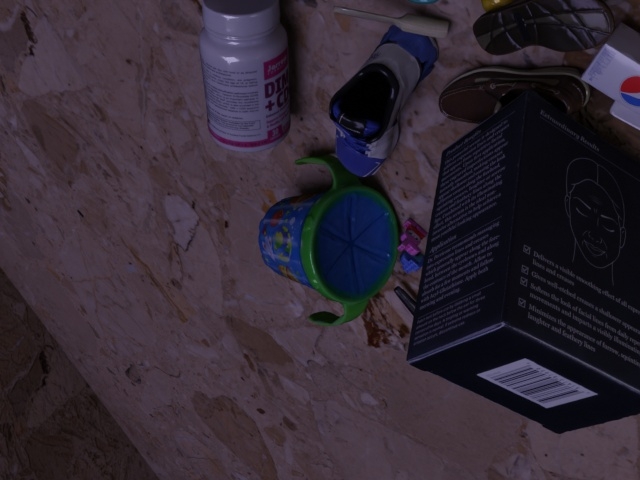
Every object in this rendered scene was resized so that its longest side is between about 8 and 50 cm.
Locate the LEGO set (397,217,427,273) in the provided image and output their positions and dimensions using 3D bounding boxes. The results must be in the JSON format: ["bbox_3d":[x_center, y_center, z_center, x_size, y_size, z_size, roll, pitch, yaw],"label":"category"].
[{"bbox_3d":[0.221,0.077,1.710,0.227,0.093,0.087,41,142,-1],"label":"LEGO set"}]

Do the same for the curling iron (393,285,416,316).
[{"bbox_3d":[0.257,0.193,1.841,0.274,0.035,0.068,45,138,-7],"label":"curling iron"}]

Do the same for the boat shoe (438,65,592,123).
[{"bbox_3d":[0.289,-0.222,1.363,0.258,0.095,0.095,-2,125,41],"label":"boat shoe"}]

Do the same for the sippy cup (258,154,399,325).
[{"bbox_3d":[0.000,0.000,1.733,0.240,0.305,0.224,32,164,-37],"label":"sippy cup"}]

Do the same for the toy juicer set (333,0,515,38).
[{"bbox_3d":[0.185,-0.393,1.283,0.209,0.089,0.329,15,165,-24],"label":"toy juicer set"}]

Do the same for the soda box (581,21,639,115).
[{"bbox_3d":[0.478,-0.207,1.190,0.216,0.074,0.069,35,141,8],"label":"soda box"}]

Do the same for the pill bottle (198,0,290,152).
[{"bbox_3d":[-0.137,-0.316,1.574,0.160,0.160,0.283,22,138,22],"label":"pill bottle"}]

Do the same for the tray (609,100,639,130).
[{"bbox_3d":[0.567,-0.174,1.232,0.270,0.030,0.145,32,140,11],"label":"tray"}]

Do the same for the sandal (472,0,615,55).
[{"bbox_3d":[0.317,-0.310,1.222,0.219,0.060,0.090,1,125,52],"label":"sandal"}]

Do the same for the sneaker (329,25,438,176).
[{"bbox_3d":[0.072,-0.216,1.480,0.127,0.182,0.315,36,142,8],"label":"sneaker"}]

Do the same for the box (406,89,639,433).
[{"bbox_3d":[0.328,0.036,1.275,0.294,0.395,0.212,27,147,-21],"label":"box"}]
